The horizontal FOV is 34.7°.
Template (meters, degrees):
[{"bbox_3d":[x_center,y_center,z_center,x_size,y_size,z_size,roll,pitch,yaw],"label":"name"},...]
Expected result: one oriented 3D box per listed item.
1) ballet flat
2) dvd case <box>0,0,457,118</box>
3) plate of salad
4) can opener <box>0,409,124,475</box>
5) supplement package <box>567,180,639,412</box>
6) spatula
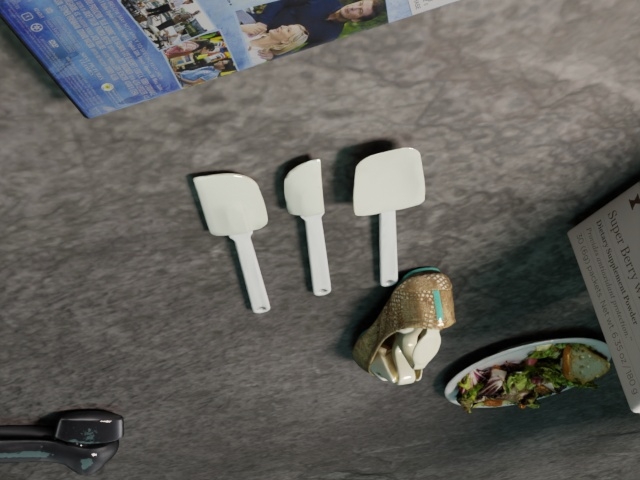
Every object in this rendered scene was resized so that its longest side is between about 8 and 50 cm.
[{"bbox_3d":[0.078,0.101,0.992,0.073,0.067,0.206,-6,152,-14],"label":"ballet flat"},{"bbox_3d":[-0.047,-0.154,0.531,0.253,0.022,0.180,-16,151,8],"label":"dvd case"},{"bbox_3d":[0.244,0.165,1.193,0.199,0.048,0.200,-9,152,-5],"label":"plate of salad"},{"bbox_3d":[-0.301,0.211,1.077,0.186,0.073,0.059,1,-172,-17],"label":"can opener"},{"bbox_3d":[0.379,0.003,0.812,0.175,0.178,0.293,8,146,-34],"label":"supplement package"},{"bbox_3d":[0.000,0.000,0.831,0.168,0.019,0.242,-12,152,-2],"label":"spatula"}]
